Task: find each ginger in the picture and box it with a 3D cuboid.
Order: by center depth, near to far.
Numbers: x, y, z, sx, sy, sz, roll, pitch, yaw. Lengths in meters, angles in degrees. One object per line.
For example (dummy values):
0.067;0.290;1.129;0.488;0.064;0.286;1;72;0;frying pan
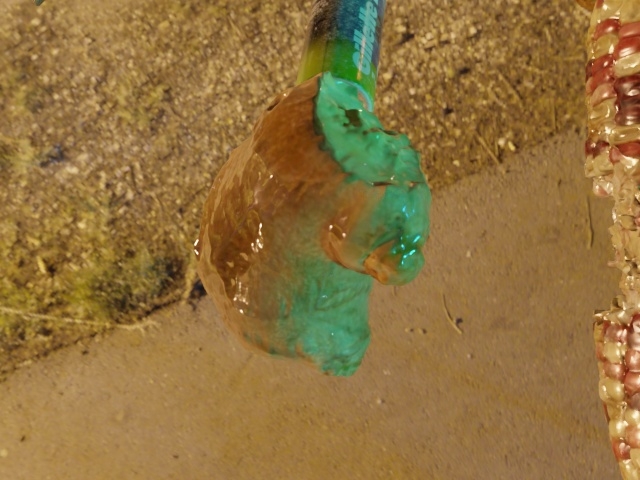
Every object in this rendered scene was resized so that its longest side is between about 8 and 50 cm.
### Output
0.000;0.000;0.662;0.221;0.275;0.130;14;29;39;ginger

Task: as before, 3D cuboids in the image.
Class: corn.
0.176;-0.007;0.380;0.098;0.098;0.289;1;79;19;corn

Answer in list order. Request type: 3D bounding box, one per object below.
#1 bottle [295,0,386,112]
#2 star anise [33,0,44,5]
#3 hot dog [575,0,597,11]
0.033;-0.282;0.970;0.093;0.093;0.330;-4;53;17;bottle
-0.224;-0.300;0.675;0.073;0.212;0.196;22;101;19;star anise
0.317;-0.347;0.807;0.196;0.272;0.122;0;33;41;hot dog
